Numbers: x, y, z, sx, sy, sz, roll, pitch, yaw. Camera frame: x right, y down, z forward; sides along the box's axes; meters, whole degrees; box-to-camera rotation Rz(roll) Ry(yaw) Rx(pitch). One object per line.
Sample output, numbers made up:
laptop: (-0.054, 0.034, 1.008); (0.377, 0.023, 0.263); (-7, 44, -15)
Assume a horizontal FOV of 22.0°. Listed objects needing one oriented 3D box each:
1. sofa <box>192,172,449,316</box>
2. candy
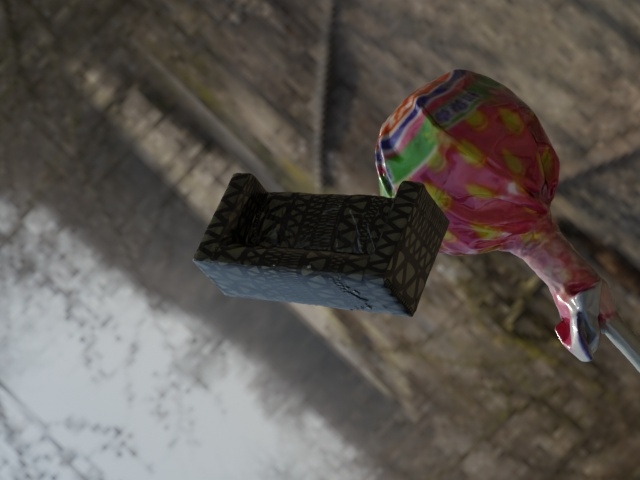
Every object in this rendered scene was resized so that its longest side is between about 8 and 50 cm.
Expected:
sofa: (0.000, 0.000, 0.819); (0.118, 0.060, 0.039); (5, 149, 35)
candy: (0.180, 0.040, 1.114); (0.365, 0.124, 0.124); (49, 177, 2)
